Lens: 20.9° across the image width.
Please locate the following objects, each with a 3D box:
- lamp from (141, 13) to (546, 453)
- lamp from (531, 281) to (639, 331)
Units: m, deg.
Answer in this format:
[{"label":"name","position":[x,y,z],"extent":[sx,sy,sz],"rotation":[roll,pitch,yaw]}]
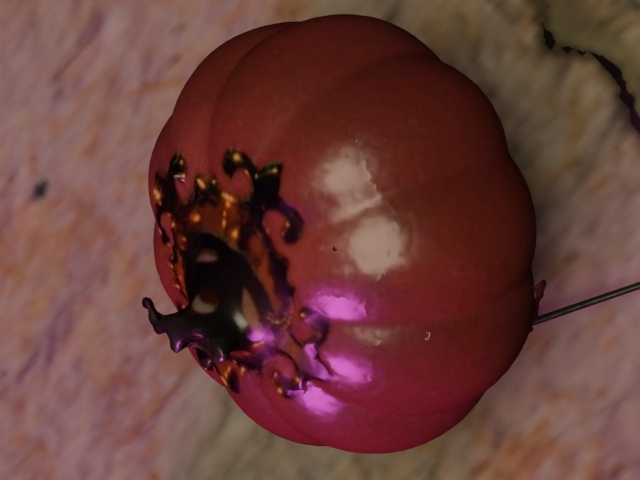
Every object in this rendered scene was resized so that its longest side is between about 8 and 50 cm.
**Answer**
[{"label":"lamp","position":[0.000,0.000,0.694],"extent":[0.182,0.140,0.182],"rotation":[22,120,45]},{"label":"lamp","position":[0.135,0.009,0.720],"extent":[0.121,0.041,0.054],"rotation":[-4,100,15]}]
